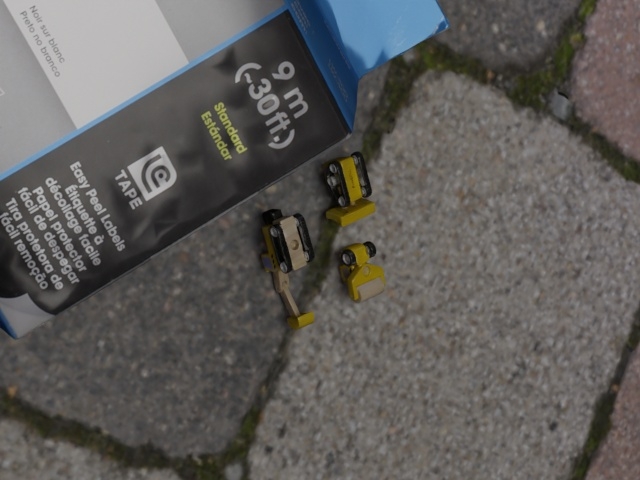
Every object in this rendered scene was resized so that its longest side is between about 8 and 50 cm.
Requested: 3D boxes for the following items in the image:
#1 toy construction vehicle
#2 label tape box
[{"bbox_3d":[0.000,0.000,1.159,0.086,0.035,0.098,-27,109,-33],"label":"toy construction vehicle"},{"bbox_3d":[-0.101,-0.142,1.023,0.348,0.115,0.249,-31,108,-10],"label":"label tape box"}]
